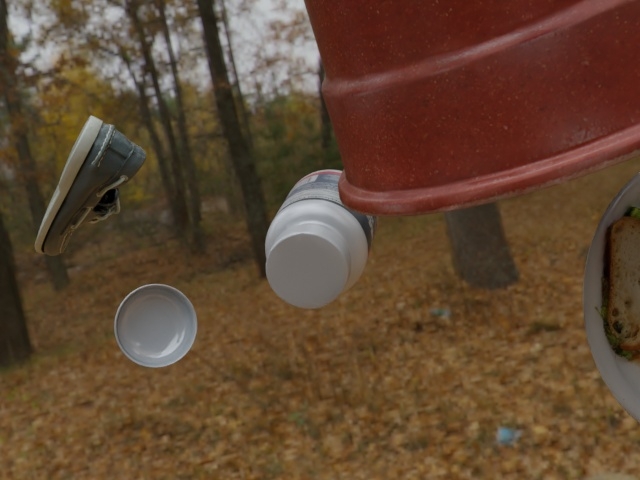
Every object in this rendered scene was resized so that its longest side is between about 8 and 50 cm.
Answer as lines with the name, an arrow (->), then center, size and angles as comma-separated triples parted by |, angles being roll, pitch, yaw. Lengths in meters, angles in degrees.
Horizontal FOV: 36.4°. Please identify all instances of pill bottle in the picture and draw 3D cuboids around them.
pill bottle -> 0.000, 0.000, 1.018 | 0.108, 0.107, 0.180 | -12, 18, 14

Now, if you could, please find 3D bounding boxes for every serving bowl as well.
serving bowl -> -0.167, 0.085, 0.977 | 0.083, 0.083, 0.027 | -13, 1, -21

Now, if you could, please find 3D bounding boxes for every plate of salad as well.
plate of salad -> 0.266, 0.039, 0.655 | 0.200, 0.199, 0.048 | -13, 2, -21

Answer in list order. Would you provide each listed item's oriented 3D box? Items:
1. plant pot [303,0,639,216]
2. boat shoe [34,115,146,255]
plant pot -> 0.087, -0.191, 0.526 | 0.273, 0.265, 0.272 | -22, 15, 6
boat shoe -> -0.342, -0.057, 1.431 | 0.099, 0.116, 0.319 | 23, -38, -15
